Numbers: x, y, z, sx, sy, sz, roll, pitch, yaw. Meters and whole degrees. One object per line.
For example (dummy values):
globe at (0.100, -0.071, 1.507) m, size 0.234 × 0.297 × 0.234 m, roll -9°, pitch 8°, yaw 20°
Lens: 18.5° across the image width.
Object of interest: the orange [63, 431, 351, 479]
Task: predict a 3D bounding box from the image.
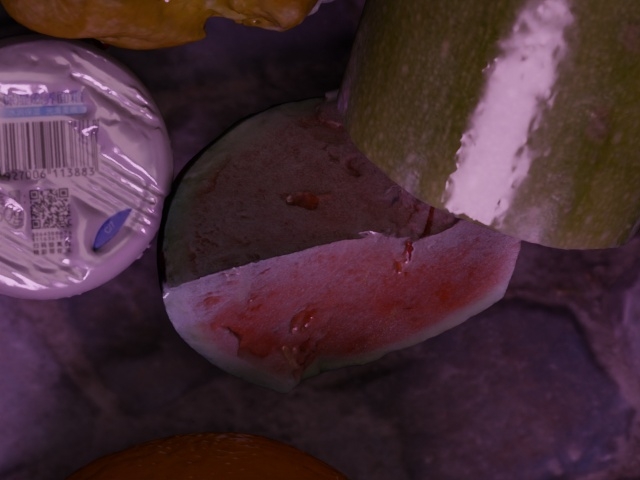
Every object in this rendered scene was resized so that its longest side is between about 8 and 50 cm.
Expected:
orange at (-0.078, 0.310, 1.467) m, size 0.341 × 0.293 × 0.340 m, roll -1°, pitch 92°, yaw -16°

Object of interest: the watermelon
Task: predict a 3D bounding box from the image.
watermelon at (0.000, 0.000, 1.528) m, size 0.305 × 0.180 × 0.224 m, roll -15°, pitch 94°, yaw -21°

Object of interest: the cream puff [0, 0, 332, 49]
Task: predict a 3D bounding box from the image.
cream puff at (-0.082, -0.321, 1.415) m, size 0.378 × 0.275 × 0.378 m, roll 6°, pitch 78°, yaw -31°

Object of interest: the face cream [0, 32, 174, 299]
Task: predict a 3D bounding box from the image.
face cream at (-0.217, -0.056, 1.506) m, size 0.206 × 0.111 × 0.206 m, roll -1°, pitch 94°, yaw -17°

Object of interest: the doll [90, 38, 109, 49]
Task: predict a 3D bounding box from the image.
doll at (-0.189, -0.244, 1.529) m, size 0.109 × 0.057 × 0.169 m, roll -46°, pitch 105°, yaw -14°

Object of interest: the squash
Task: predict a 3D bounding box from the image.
squash at (0.185, -0.220, 1.404) m, size 0.263 × 0.263 × 0.384 m, roll 12°, pitch 120°, yaw -16°
